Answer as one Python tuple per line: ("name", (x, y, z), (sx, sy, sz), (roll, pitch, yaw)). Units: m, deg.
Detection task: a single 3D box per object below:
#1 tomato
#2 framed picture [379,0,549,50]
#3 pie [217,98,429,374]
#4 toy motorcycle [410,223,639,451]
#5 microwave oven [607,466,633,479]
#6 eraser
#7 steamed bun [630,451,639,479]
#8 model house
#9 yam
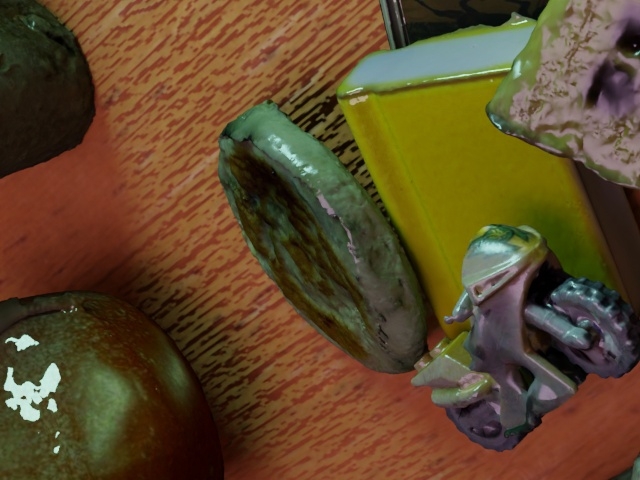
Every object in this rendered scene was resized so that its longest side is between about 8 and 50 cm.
("tomato", (-0.229, 0.172, 1.585), (0.303, 0.303, 0.239), (-30, 77, 42))
("framed picture", (0.152, -0.125, 1.319), (0.252, 0.014, 0.197), (2, 117, 35))
("pie", (0.000, 0.000, 1.437), (0.240, 0.054, 0.240), (48, 163, 20))
("toy motorcycle", (0.126, 0.062, 1.305), (0.130, 0.094, 0.229), (44, 148, 0))
("microwave oven", (0.242, 0.279, 1.385), (0.205, 0.163, 0.129), (51, 133, -1))
("eraser", (0.121, -0.036, 1.333), (0.158, 0.069, 0.226), (-5, 121, 37))
("steamed bun", (0.319, 0.199, 1.238), (0.242, 0.146, 0.164), (-13, 94, 7))
("model house", (0.231, -0.150, 1.121), (0.175, 0.193, 0.234), (33, 123, 8))
("yam", (-0.327, -0.097, 1.501), (0.168, 0.304, 0.168), (12, 112, 33))
